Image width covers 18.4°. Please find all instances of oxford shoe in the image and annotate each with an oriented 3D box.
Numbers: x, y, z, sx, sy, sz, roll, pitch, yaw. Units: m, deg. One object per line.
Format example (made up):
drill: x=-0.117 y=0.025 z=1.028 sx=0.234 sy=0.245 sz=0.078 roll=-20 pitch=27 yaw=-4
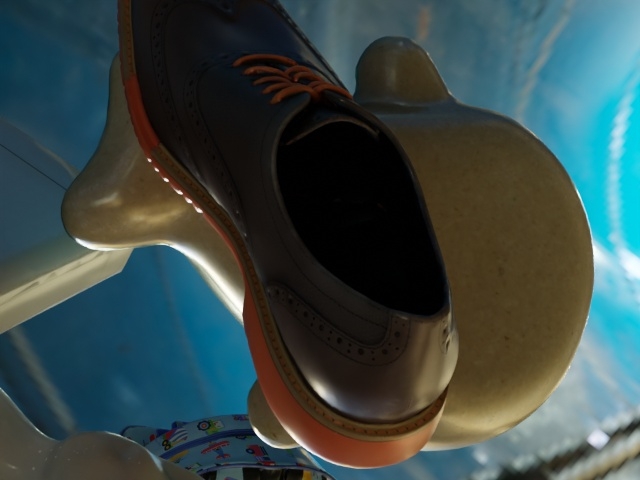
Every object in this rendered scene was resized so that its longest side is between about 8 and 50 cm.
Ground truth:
oxford shoe: x=-0.009 y=-0.044 z=0.811 sx=0.097 sy=0.271 sz=0.098 roll=-13 pitch=-33 yaw=-25

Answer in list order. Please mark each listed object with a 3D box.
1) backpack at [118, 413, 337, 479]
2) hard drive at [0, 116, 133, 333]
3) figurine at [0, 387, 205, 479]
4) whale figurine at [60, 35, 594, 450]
backpack: x=-0.073 y=0.178 z=1.318 sx=0.158 sy=0.117 sz=0.173 roll=6 pitch=-46 yaw=-26
hard drive: x=-0.257 y=-0.022 z=0.934 sx=0.047 sy=0.233 sz=0.353 roll=-60 pitch=-11 yaw=22
figurine: x=-0.184 y=0.141 z=0.926 sx=0.215 sy=0.209 sz=0.092 roll=-46 pitch=-35 yaw=-40
whale figurine: x=0.000 y=0.000 z=0.986 sx=0.141 sy=0.272 sz=0.216 roll=-15 pitch=56 yaw=68
